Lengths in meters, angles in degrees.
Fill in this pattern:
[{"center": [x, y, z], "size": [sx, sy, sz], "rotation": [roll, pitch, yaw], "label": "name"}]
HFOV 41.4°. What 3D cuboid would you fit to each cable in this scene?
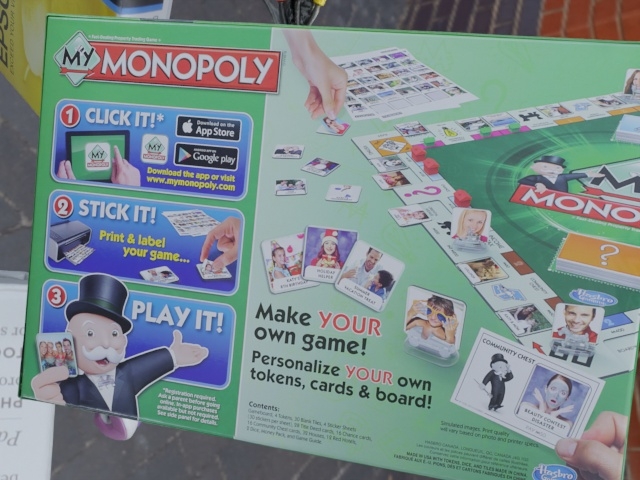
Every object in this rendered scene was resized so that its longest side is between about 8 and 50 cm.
[{"center": [-0.040, -0.287, 1.120], "size": [0.072, 0.140, 0.287], "rotation": [-81, 179, -80], "label": "cable"}]

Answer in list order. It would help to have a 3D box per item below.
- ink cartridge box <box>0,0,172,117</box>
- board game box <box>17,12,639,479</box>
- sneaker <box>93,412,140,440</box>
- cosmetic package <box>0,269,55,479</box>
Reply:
[{"center": [-0.255, -0.265, 0.808], "size": [0.072, 0.307, 0.303], "rotation": [-26, 148, -39], "label": "ink cartridge box"}, {"center": [0.000, 0.000, 0.435], "size": [0.046, 0.317, 0.213], "rotation": [-6, 102, -74], "label": "board game box"}, {"center": [-0.272, 0.130, 1.077], "size": [0.105, 0.095, 0.236], "rotation": [-30, 93, -39], "label": "sneaker"}, {"center": [-0.434, 0.222, 0.782], "size": [0.328, 0.329, 0.393], "rotation": [3, 90, -24], "label": "cosmetic package"}]
